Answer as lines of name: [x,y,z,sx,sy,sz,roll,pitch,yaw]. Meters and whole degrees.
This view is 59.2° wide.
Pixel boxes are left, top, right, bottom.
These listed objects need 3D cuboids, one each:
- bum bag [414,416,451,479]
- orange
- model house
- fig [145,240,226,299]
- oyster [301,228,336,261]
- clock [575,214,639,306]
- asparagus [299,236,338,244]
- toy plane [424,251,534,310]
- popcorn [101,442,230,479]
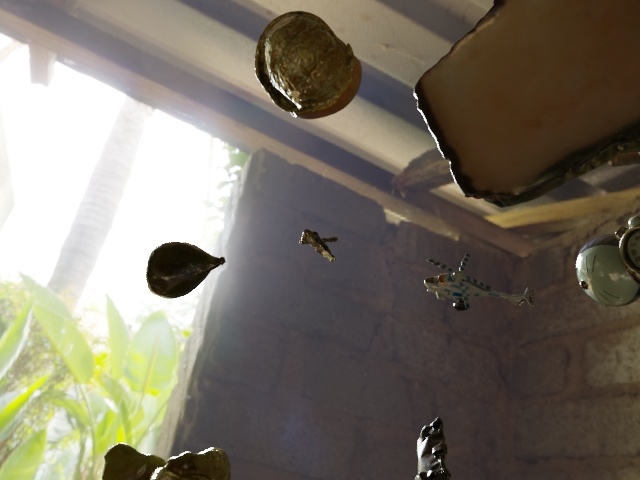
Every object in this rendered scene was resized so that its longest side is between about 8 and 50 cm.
bum bag: [0.234,0.462,1.207,0.049,0.197,0.087,35,-67,-6]
orange: [-0.020,-0.238,0.784,0.156,0.156,0.134,27,-72,-28]
model house: [0.202,-0.110,0.455,0.183,0.166,0.172,-34,-25,30]
fig: [-0.296,0.070,1.270,0.185,0.133,0.126,5,-31,3]
oyster: [-0.002,0.006,0.962,0.054,0.019,0.083,14,-23,51]
clock: [0.651,0.054,1.168,0.147,0.199,0.243,-13,-8,-28]
asparagus: [0.000,0.000,1.314,0.114,0.015,0.014,-3,-53,-37]
toy plane: [0.419,0.128,1.518,0.273,0.182,0.107,0,-40,-11]
popcorn: [-0.279,0.536,1.099,0.290,0.326,0.321,-20,-81,49]
